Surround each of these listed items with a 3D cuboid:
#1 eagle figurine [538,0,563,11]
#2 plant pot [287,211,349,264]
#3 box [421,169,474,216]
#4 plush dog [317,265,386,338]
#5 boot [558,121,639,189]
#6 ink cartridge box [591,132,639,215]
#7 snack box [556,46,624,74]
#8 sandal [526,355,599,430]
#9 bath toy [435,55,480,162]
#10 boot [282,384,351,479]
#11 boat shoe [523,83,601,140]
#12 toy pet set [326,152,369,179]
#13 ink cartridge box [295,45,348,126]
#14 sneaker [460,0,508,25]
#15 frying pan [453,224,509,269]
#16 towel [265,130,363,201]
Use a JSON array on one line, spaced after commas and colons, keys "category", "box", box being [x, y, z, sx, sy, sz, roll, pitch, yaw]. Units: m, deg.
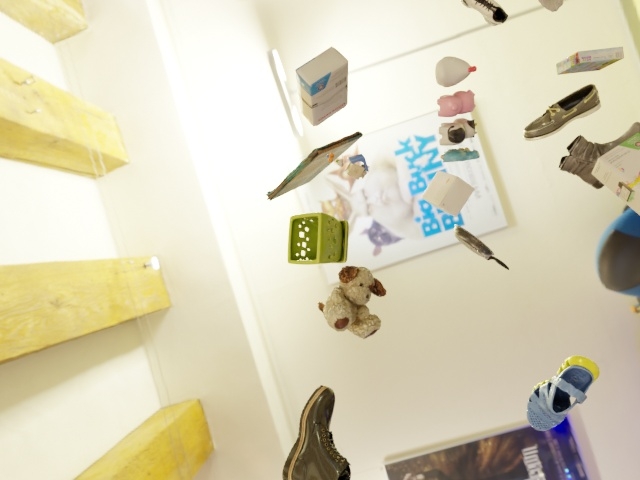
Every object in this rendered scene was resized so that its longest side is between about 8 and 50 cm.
[{"category": "eagle figurine", "box": [0.482, -0.693, 1.108, 0.226, 0.225, 0.298, 18, -157, -51]}, {"category": "plant pot", "box": [0.000, 0.000, 2.229, 0.207, 0.227, 0.229, 6, -96, -40]}, {"category": "box", "box": [0.487, -0.182, 1.892, 0.091, 0.130, 0.170, 30, -172, -19]}, {"category": "plush dog", "box": [0.110, 0.196, 1.738, 0.262, 0.226, 0.210, 27, -176, -45]}, {"category": "boot", "box": [1.241, -0.413, 2.183, 0.222, 0.338, 0.118, 33, -159, 6]}, {"category": "ink cartridge box", "box": [1.248, -0.250, 1.908, 0.278, 0.201, 0.117, 56, 175, 30]}, {"category": "snack box", "box": [0.768, -0.512, 1.406, 0.100, 0.141, 0.037, 171, 91, -82]}, {"category": "sandal", "box": [0.750, 0.504, 1.562, 0.138, 0.126, 0.318, -35, -32, -48]}, {"category": "bath toy", "box": [0.462, -0.437, 1.640, 0.151, 0.128, 0.349, -51, -45, -53]}, {"category": "boot", "box": [0.021, 0.390, 0.947, 0.076, 0.137, 0.198, 35, -116, -38]}, {"category": "boat shoe", "box": [0.901, -0.480, 1.855, 0.091, 0.304, 0.109, 58, -172, -33]}, {"category": "toy pet set", "box": [0.090, -0.227, 1.400, 0.122, 0.065, 0.114, 25, -162, -17]}, {"category": "ink cartridge box", "box": [0.008, -0.450, 1.454, 0.082, 0.139, 0.191, 49, 167, 18]}, {"category": "sneaker", "box": [0.300, -0.432, 0.897, 0.109, 0.040, 0.044, 25, -161, -20]}, {"category": "frying pan", "box": [0.654, 0.031, 2.050, 0.326, 0.053, 0.197, 36, -175, -48]}, {"category": "towel", "box": [-0.030, -0.285, 1.879, 0.271, 0.370, 0.040, -32, -92, -42]}]
